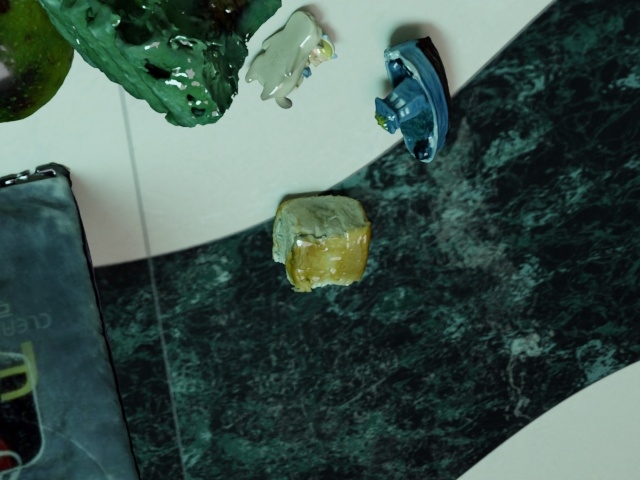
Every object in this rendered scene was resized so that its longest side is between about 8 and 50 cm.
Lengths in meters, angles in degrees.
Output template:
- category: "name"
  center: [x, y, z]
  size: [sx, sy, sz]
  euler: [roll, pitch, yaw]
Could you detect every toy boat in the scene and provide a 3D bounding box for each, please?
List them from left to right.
- category: "toy boat"
  center: [0.077, -0.120, 1.269]
  size: [0.061, 0.060, 0.137]
  euler: [-34, 146, -18]

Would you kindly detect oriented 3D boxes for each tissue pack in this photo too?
- category: "tissue pack"
  center: [-0.285, 0.123, 1.160]
  size: [0.259, 0.361, 0.122]
  euler: [-13, 138, -7]

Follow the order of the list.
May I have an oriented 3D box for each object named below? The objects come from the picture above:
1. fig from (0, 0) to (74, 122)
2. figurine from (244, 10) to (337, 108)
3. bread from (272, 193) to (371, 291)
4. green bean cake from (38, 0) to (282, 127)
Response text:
- category: "fig"
  center: [-0.237, -0.147, 1.098]
  size: [0.123, 0.123, 0.156]
  euler: [-33, 175, 14]
- category: "figurine"
  center: [-0.020, -0.148, 1.220]
  size: [0.083, 0.047, 0.051]
  euler: [-48, 147, 19]
- category: "bread"
  center: [0.000, -0.002, 1.361]
  size: [0.083, 0.076, 0.070]
  euler: [-5, 125, -16]
- category: "green bean cake"
  center: [-0.084, -0.197, 0.994]
  size: [0.208, 0.193, 0.107]
  euler: [-49, 129, -8]
